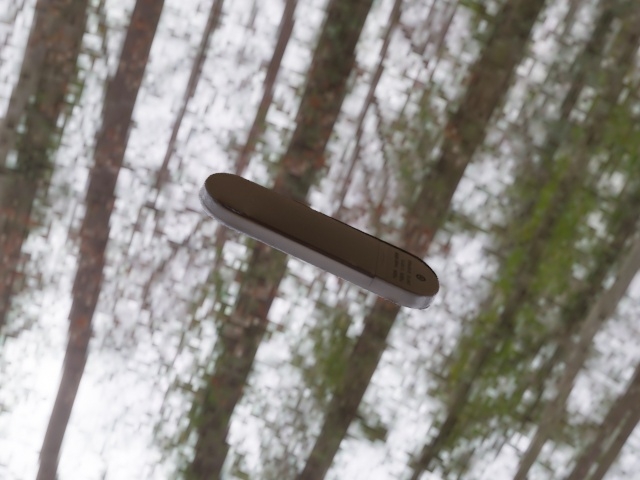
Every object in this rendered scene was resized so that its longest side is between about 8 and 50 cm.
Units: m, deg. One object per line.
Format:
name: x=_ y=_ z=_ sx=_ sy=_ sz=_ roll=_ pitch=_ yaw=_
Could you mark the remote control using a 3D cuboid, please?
remote control: x=0.000 y=0.000 z=1.572 sx=0.245 sy=0.022 sz=0.077 roll=25 pitch=-152 yaw=-7
